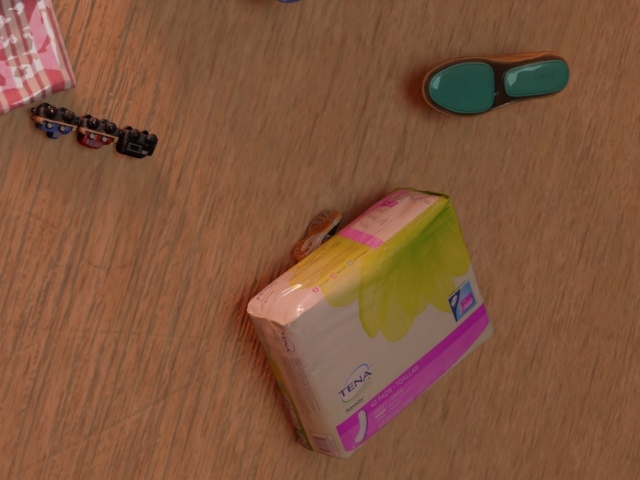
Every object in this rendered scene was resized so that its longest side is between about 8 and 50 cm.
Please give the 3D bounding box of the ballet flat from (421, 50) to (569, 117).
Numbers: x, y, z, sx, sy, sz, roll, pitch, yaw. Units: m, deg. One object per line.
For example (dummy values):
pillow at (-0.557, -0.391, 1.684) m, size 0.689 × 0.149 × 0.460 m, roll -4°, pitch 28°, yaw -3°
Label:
ballet flat at (0.217, -0.206, 2.065) m, size 0.232 × 0.073 × 0.080 m, roll -7°, pitch 106°, yaw -28°

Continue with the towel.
towel at (-0.359, -0.200, 1.683) m, size 0.197 × 0.029 × 0.144 m, roll -26°, pitch 109°, yaw -31°

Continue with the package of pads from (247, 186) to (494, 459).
package of pads at (0.066, 0.093, 1.948) m, size 0.296 × 0.101 × 0.229 m, roll -38°, pitch 123°, yaw -28°

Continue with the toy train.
toy train at (-0.253, -0.120, 1.767) m, size 0.158 × 0.027 × 0.036 m, roll 14°, pitch 96°, yaw -36°

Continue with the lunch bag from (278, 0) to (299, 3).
lunch bag at (-0.021, -0.390, 1.814) m, size 0.176 × 0.090 × 0.219 m, roll 35°, pitch 112°, yaw -32°

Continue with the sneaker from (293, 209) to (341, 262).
sneaker at (0.000, 0.000, 1.956) m, size 0.083 × 0.032 × 0.037 m, roll -51°, pitch 133°, yaw -15°
